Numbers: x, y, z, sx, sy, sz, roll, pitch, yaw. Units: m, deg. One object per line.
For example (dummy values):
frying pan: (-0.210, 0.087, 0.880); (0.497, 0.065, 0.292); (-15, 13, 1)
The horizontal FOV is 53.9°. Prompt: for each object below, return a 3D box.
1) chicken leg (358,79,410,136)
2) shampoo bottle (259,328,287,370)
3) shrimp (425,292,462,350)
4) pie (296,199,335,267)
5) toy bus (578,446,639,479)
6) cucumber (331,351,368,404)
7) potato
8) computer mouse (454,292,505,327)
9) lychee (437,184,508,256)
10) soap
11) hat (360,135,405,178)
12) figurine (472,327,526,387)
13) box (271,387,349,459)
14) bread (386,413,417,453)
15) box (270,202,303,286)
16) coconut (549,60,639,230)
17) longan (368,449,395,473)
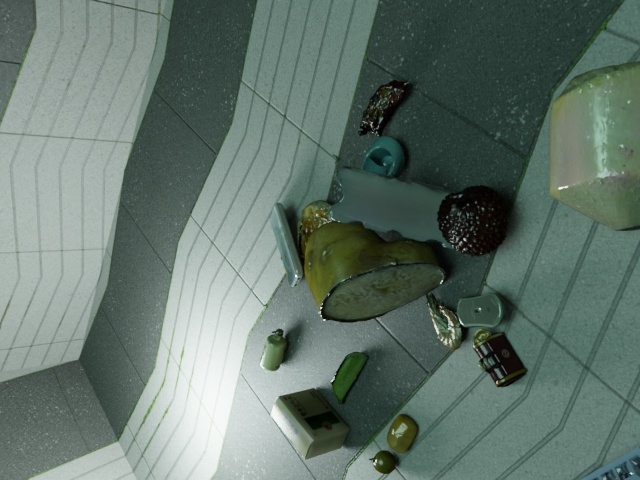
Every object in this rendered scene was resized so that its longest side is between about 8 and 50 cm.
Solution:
chicken leg: (0.184, -0.395, 1.873); (0.105, 0.063, 0.234); (50, 126, 29)
shampoo bottle: (-0.167, 0.394, 2.299); (0.079, 0.079, 0.162); (38, 118, 41)
shrimp: (0.338, 0.218, 1.732); (0.099, 0.041, 0.180); (109, 144, -51)
pie: (0.000, 0.000, 2.110); (0.274, 0.055, 0.274); (12, 106, 50)
toy bus: (0.642, 0.567, 1.370); (0.329, 0.109, 0.136); (-52, 44, 36)
cucumber: (0.076, 0.440, 2.039); (0.046, 0.070, 0.220); (-104, 34, -60)
potato: (0.122, 0.041, 1.819); (0.397, 0.290, 0.296); (-36, 52, 32)
computer mouse: (0.420, 0.185, 1.636); (0.182, 0.056, 0.089); (-19, 68, 58)
lychee: (0.387, -0.046, 1.581); (0.188, 0.188, 0.188); (3, 94, 49)
soap: (0.215, -0.085, 1.683); (0.258, 0.302, 0.158); (28, 109, 42)
hat: (0.184, -0.214, 1.878); (0.138, 0.078, 0.190); (27, 93, 38)
figurine: (0.433, 0.297, 1.597); (0.082, 0.098, 0.154); (-52, 58, 41)
box: (-0.037, 0.605, 2.092); (0.212, 0.168, 0.095); (41, 123, 40)
bread: (0.235, 0.575, 1.865); (0.082, 0.056, 0.115); (44, 123, 37)
box: (-0.121, 0.016, 2.225); (0.142, 0.044, 0.285); (119, 136, -63)
coconut: (0.608, -0.173, 1.248); (0.297, 0.298, 0.309); (-1, 89, 49)
longan: (0.187, 0.671, 1.908); (0.075, 0.083, 0.075); (-168, 90, -85)
